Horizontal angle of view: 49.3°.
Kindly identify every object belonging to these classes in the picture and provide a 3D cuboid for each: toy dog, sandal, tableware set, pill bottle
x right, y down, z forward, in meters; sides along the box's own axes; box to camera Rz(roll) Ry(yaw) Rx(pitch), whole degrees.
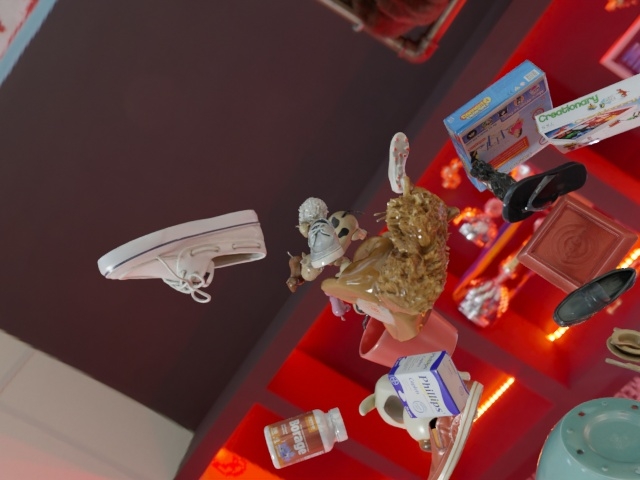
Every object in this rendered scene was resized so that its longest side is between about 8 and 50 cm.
[{"bbox_3d":[0.356,0.561,2.443,0.395,0.285,0.408,-1,-176,-11],"label":"toy dog"},{"bbox_3d":[0.554,-0.124,1.713,0.054,0.254,0.097,40,156,61],"label":"sandal"},{"bbox_3d":[0.625,0.202,1.268,0.194,0.039,0.128,15,-150,23],"label":"tableware set"},{"bbox_3d":[-0.039,0.544,1.945,0.216,0.121,0.121,-18,-137,-6],"label":"pill bottle"}]

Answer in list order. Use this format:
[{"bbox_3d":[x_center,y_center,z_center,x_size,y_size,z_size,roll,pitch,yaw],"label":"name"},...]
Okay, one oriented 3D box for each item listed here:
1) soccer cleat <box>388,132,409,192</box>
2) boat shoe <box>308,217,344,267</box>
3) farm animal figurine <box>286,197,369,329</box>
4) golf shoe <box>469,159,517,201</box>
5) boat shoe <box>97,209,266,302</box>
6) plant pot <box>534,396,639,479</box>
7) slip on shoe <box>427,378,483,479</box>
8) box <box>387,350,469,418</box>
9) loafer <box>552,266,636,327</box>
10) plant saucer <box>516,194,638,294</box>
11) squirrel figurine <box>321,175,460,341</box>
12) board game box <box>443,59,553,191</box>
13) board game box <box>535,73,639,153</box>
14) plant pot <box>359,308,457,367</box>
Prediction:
[{"bbox_3d":[0.250,-0.253,2.278,0.068,0.196,0.076,-1,-179,-20],"label":"soccer cleat"},{"bbox_3d":[0.001,-0.001,1.597,0.081,0.079,0.227,63,-175,-13],"label":"boat shoe"},{"bbox_3d":[0.036,0.057,2.038,0.330,0.327,0.172,17,-179,28],"label":"farm animal figurine"},{"bbox_3d":[0.538,-0.167,2.077,0.094,0.077,0.198,23,-158,-52],"label":"golf shoe"},{"bbox_3d":[-0.264,0.052,1.438,0.367,0.136,0.156,-16,-99,-41],"label":"boat shoe"},{"bbox_3d":[0.490,0.403,1.137,0.293,0.235,0.293,-9,-153,5],"label":"plant pot"},{"bbox_3d":[0.322,0.495,1.781,0.101,0.331,0.123,19,-161,19],"label":"slip on shoe"},{"bbox_3d":[0.244,0.328,1.580,0.072,0.137,0.126,-45,-69,-48],"label":"box"},{"bbox_3d":[0.641,0.127,1.633,0.076,0.223,0.078,56,172,23],"label":"loafer"},{"bbox_3d":[0.764,0.017,2.097,0.259,0.258,0.047,38,-177,30],"label":"plant saucer"},{"bbox_3d":[0.235,0.017,1.779,0.281,0.397,0.370,32,-110,-5],"label":"squirrel figurine"},{"bbox_3d":[0.559,-0.341,2.132,0.086,0.308,0.302,57,-176,39],"label":"board game box"},{"bbox_3d":[0.694,-0.307,1.669,0.193,0.305,0.053,16,-121,-54],"label":"board game box"},{"bbox_3d":[0.298,0.315,2.296,0.243,0.275,0.275,29,-153,-6],"label":"plant pot"}]
